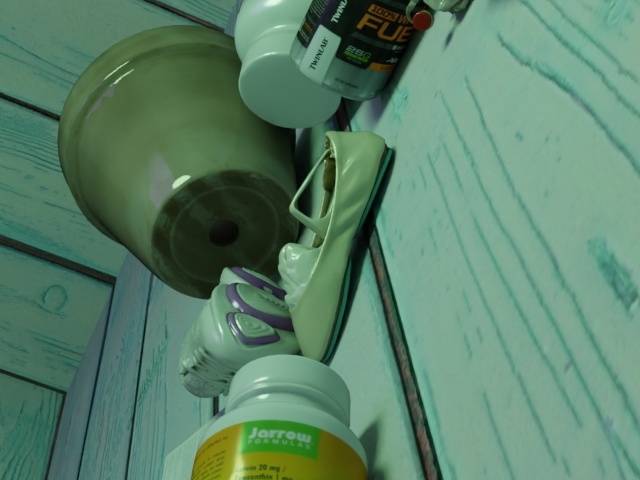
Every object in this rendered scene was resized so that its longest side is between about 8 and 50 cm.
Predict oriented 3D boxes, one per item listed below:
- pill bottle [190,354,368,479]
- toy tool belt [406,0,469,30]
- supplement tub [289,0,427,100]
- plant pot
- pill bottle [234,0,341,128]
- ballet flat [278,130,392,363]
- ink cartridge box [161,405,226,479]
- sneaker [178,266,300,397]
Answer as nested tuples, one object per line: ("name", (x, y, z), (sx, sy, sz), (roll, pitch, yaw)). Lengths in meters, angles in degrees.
("pill bottle", (-0.034, 0.209, 0.945), (0.246, 0.136, 0.136), (-84, 20, -47))
("toy tool belt", (0.125, -0.244, 1.234), (0.083, 0.052, 0.051), (-58, -15, 27))
("supplement tub", (0.053, -0.259, 1.373), (0.117, 0.117, 0.190), (-93, 27, -60))
("plant pot", (-0.158, -0.073, 1.616), (0.323, 0.323, 0.280), (-63, 31, 22))
("pill bottle", (-0.016, -0.289, 1.586), (0.169, 0.169, 0.301), (126, 161, -47))
("ballet flat", (0.000, 0.000, 1.259), (0.086, 0.086, 0.248), (147, 142, -68))
("ink cartridge box", (-0.089, 0.249, 1.341), (0.232, 0.066, 0.189), (-38, 25, 24))
("sneaker", (-0.089, 0.119, 1.352), (0.152, 0.114, 0.305), (-60, 4, 3))
